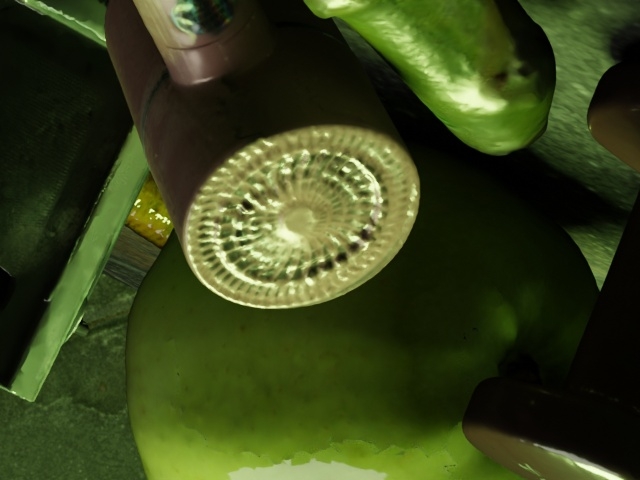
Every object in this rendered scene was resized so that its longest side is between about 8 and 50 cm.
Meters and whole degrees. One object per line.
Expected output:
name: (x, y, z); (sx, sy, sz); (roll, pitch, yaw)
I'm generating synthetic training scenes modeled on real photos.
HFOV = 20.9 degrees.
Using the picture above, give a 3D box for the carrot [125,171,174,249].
carrot: (-0.174, -0.037, 1.882); (0.173, 0.082, 0.082); (30, 170, -36)

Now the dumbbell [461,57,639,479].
dumbbell: (0.172, 0.028, 0.886); (0.140, 0.225, 0.124); (28, 167, -28)

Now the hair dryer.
hair dryer: (-0.072, -0.149, 0.856); (0.210, 0.125, 0.352); (-115, 1, -46)

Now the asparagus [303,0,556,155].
asparagus: (0.022, -0.139, 0.799); (0.082, 0.085, 0.343); (13, 164, 37)

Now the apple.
apple: (0.042, 0.095, 1.265); (0.357, 0.357, 0.357); (24, 171, 4)

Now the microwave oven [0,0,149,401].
microwave oven: (-0.201, -0.067, 1.109); (0.181, 0.295, 0.237); (27, 171, -18)
